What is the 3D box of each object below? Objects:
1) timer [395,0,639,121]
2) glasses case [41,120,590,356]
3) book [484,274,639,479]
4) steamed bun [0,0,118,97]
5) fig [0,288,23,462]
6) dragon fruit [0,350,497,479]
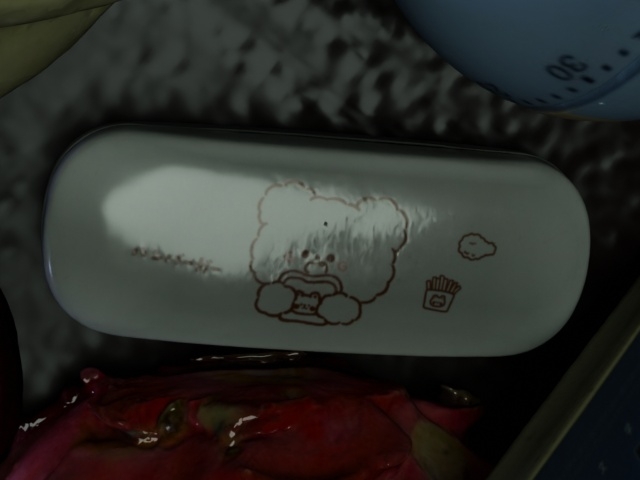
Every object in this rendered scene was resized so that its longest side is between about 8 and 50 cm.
[{"bbox_3d":[0.120,-0.099,0.618,0.255,0.175,0.175,31,97,-46],"label":"timer"},{"bbox_3d":[0.000,0.000,0.651,0.193,0.049,0.074,4,103,-13],"label":"glasses case"},{"bbox_3d":[0.164,0.147,0.682,0.191,0.025,0.269,-48,112,-36],"label":"book"},{"bbox_3d":[-0.124,-0.179,0.501,0.289,0.203,0.276,-42,107,1],"label":"steamed bun"},{"bbox_3d":[-0.208,0.014,0.524,0.191,0.190,0.290,-34,90,-1],"label":"fig"},{"bbox_3d":[-0.016,0.141,0.645,0.262,0.189,0.163,-15,137,-11],"label":"dragon fruit"}]
